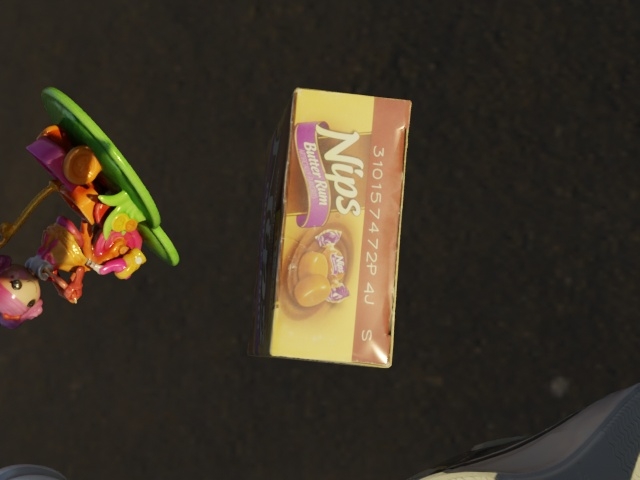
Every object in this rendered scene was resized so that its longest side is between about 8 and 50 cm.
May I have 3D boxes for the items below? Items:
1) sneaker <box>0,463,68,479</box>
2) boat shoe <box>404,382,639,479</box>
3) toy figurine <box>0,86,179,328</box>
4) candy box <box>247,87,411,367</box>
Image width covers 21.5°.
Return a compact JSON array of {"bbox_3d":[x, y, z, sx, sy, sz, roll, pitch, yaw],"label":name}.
[{"bbox_3d":[-0.201,0.287,1.053,0.115,0.105,0.281,-165,81,-68],"label":"sneaker"},{"bbox_3d":[0.070,0.160,0.760,0.119,0.335,0.121,-32,80,38],"label":"boat shoe"},{"bbox_3d":[-0.207,0.003,1.223,0.159,0.173,0.130,-41,40,-13],"label":"toy figurine"},{"bbox_3d":[0.000,0.000,0.749,0.186,0.053,0.109,148,127,-82],"label":"candy box"}]
